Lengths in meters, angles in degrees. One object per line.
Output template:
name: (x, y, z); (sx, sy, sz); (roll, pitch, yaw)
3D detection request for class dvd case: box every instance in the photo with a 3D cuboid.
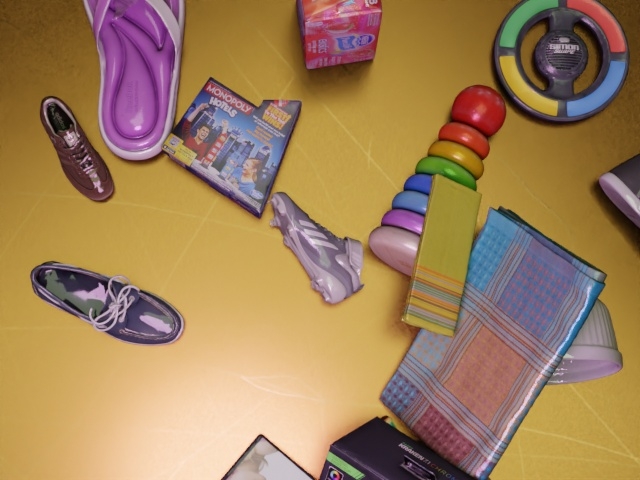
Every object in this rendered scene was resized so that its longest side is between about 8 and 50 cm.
dvd case: (-0.108, 0.454, 1.885); (0.180, 0.022, 0.253); (39, 76, 9)

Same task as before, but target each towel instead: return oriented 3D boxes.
towel: (0.187, 0.024, 1.853); (0.102, 0.021, 0.237); (22, 73, -33)
towel: (0.251, 0.152, 1.822); (0.040, 0.271, 0.370); (25, 99, -37)

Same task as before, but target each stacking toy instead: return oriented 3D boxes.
stacking toy: (0.208, -0.104, 1.957); (0.141, 0.141, 0.330); (28, 75, 2)

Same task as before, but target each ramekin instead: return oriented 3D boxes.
ramekin: (0.360, 0.154, 1.881); (0.207, 0.207, 0.109); (-2, 73, -3)

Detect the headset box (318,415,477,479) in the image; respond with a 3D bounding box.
headset box: (0.111, 0.432, 1.758); (0.246, 0.131, 0.283); (31, 117, 26)

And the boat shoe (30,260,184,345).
boat shoe: (-0.339, 0.097, 1.919); (0.254, 0.079, 0.095); (26, 81, 2)

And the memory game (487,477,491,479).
memory game: (0.237, 0.418, 1.862); (0.012, 0.186, 0.186); (-33, 83, 32)

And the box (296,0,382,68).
box: (0.026, -0.372, 1.912); (0.122, 0.257, 0.128); (-8, 82, -1)

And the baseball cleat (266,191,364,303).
baseball cleat: (0.000, 0.000, 1.962); (0.109, 0.072, 0.206); (-28, 88, -20)

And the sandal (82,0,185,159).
sandal: (-0.301, -0.342, 1.972); (0.169, 0.102, 0.416); (-8, 82, -4)

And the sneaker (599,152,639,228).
sneaker: (0.606, -0.040, 1.963); (0.147, 0.104, 0.296); (-41, 81, -2)

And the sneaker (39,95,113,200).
sneaker: (-0.402, -0.149, 1.956); (0.066, 0.071, 0.188); (-33, 84, -7)

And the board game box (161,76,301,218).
board game box: (-0.125, -0.171, 1.977); (0.194, 0.060, 0.194); (34, 81, 3)

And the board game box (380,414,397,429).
board game box: (0.157, 0.393, 1.874); (0.039, 0.124, 0.259); (-31, 84, -3)

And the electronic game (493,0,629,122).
electronic game: (0.404, -0.310, 2.024); (0.229, 0.048, 0.229); (0, 82, -2)
